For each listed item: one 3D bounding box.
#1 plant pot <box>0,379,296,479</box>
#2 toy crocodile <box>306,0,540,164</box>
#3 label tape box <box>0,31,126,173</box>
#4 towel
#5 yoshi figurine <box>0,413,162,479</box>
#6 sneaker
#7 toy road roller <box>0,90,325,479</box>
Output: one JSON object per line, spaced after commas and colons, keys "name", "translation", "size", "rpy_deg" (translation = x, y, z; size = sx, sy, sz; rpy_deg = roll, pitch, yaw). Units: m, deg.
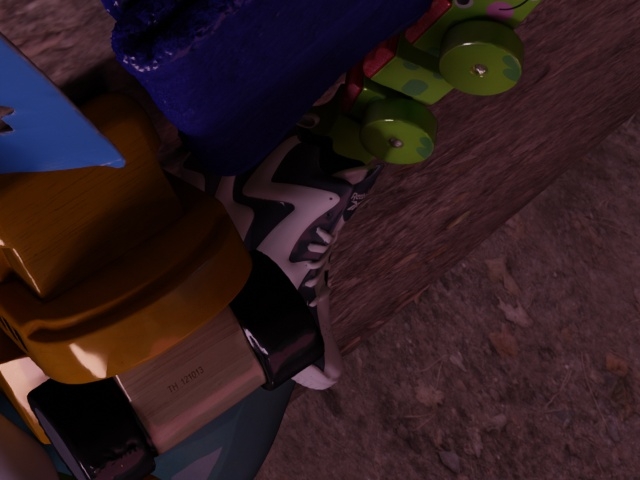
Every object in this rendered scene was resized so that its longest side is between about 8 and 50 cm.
{"name": "plant pot", "translation": [-0.145, 0.130, 1.495], "size": [0.255, 0.272, 0.271], "rpy_deg": [-50, 168, 4]}
{"name": "toy crocodile", "translation": [0.085, -0.159, 1.308], "size": [0.340, 0.105, 0.115], "rpy_deg": [-41, -147, 54]}
{"name": "label tape box", "translation": [-0.266, 0.023, 0.681], "size": [0.348, 0.115, 0.249], "rpy_deg": [-12, 172, 2]}
{"name": "towel", "translation": [-0.027, -0.162, 1.079], "size": [0.228, 0.076, 0.308], "rpy_deg": [-42, 169, -2]}
{"name": "yoshi figurine", "translation": [-0.308, 0.259, 1.277], "size": [0.203, 0.362, 0.203], "rpy_deg": [67, 34, -55]}
{"name": "sneaker", "translation": [0.000, 0.000, 1.347], "size": [0.153, 0.235, 0.094], "rpy_deg": [-25, -179, 15]}
{"name": "toy road roller", "translation": [-0.165, 0.010, 1.171], "size": [0.202, 0.240, 0.329], "rpy_deg": [-33, -154, -16]}
